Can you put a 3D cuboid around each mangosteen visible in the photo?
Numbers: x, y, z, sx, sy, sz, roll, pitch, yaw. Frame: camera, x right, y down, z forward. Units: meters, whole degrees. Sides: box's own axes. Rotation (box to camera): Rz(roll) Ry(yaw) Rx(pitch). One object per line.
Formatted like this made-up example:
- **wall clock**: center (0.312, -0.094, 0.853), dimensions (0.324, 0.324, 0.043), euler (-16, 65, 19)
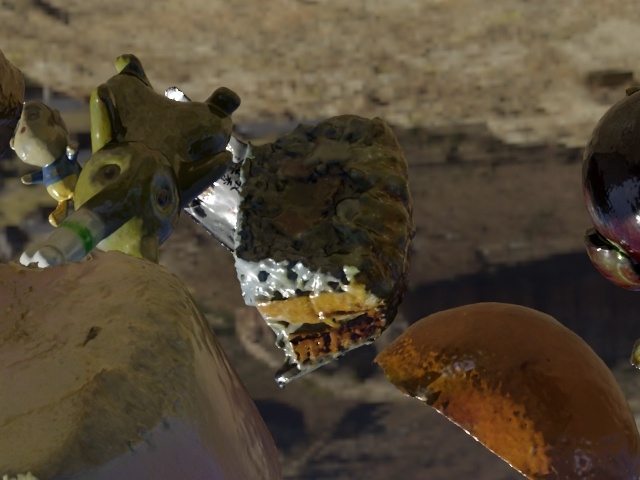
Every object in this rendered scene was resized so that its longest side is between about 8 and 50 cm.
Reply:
- **mangosteen**: center (0.349, -0.016, 1.334), dimensions (0.231, 0.289, 0.231), euler (3, -174, 0)

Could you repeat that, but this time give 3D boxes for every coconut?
- **coconut**: center (-0.182, 0.181, 1.093), dimensions (0.297, 0.297, 0.309), euler (-5, 133, 15)

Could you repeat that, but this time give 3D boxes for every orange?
- **orange**: center (0.216, 0.199, 1.698), dimensions (0.310, 0.274, 0.274), euler (2, 173, 22)

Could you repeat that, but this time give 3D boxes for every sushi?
- **sushi**: center (0.000, 0.000, 1.500), dimensions (0.184, 0.274, 0.139), euler (1, 143, 9)

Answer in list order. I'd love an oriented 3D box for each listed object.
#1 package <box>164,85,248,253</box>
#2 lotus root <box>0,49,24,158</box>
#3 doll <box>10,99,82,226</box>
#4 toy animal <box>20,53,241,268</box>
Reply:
- **package**: center (-0.157, -0.097, 2.106), dimensions (0.154, 0.239, 0.030), euler (-56, 173, 28)
- **lotus root**: center (-0.317, -0.092, 1.115), dimensions (0.180, 0.199, 0.188), euler (8, 161, -36)
- **doll**: center (-0.364, -0.113, 1.967), dimensions (0.102, 0.179, 0.089), euler (-31, 160, 19)
- **toy animal**: center (-0.212, -0.072, 1.733), dimensions (0.181, 0.180, 0.363), euler (23, -150, -7)
